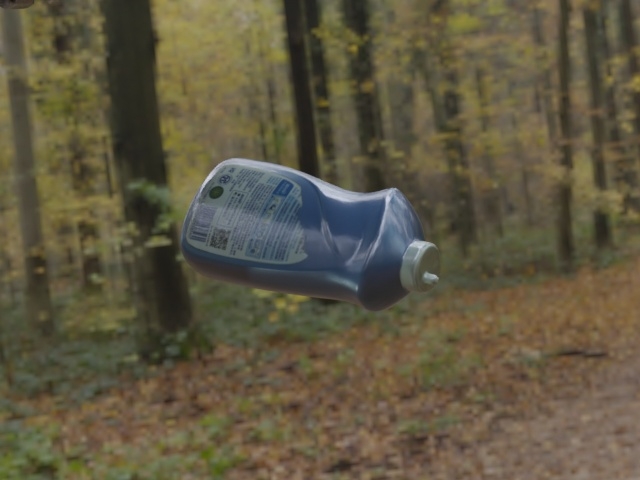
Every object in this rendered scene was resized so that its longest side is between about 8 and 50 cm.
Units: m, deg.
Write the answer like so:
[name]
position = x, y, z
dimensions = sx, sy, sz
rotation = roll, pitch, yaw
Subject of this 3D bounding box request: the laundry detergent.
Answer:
[laundry detergent]
position = 0.000, -0.001, 0.977
dimensions = 0.206, 0.096, 0.061
rotation = 14, -32, 34

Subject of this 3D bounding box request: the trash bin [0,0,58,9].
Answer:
[trash bin]
position = -0.189, -0.386, 0.942
dimensions = 0.259, 0.381, 0.295
rotation = -36, 9, -35
